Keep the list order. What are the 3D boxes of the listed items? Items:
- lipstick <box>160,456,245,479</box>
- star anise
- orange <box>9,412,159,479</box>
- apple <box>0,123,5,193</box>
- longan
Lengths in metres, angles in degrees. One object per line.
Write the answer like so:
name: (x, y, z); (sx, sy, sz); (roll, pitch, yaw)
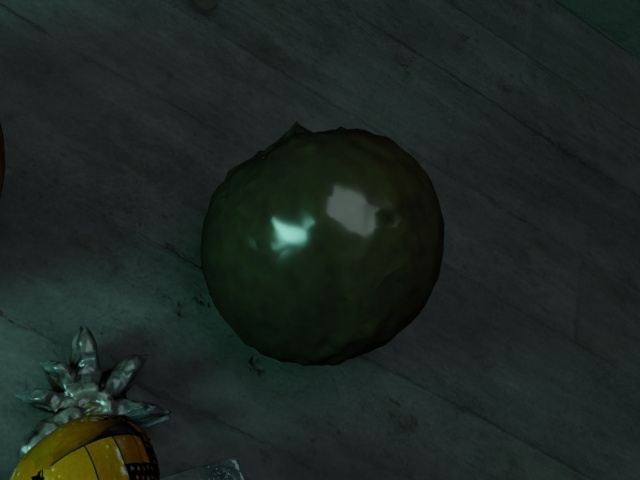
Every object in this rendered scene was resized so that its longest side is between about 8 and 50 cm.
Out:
lipstick: (-0.254, 0.372, 1.182); (0.317, 0.068, 0.066); (-8, 70, -34)
star anise: (-0.322, 0.239, 1.199); (0.236, 0.093, 0.229); (-27, 80, -40)
orange: (-0.274, 0.315, 1.009); (0.182, 0.234, 0.234); (19, 55, -8)
apple: (-0.597, -0.125, 1.078); (0.391, 0.346, 0.391); (13, 55, -19)
longan: (0.000, 0.000, 1.340); (0.391, 0.391, 0.391); (14, 58, -24)
